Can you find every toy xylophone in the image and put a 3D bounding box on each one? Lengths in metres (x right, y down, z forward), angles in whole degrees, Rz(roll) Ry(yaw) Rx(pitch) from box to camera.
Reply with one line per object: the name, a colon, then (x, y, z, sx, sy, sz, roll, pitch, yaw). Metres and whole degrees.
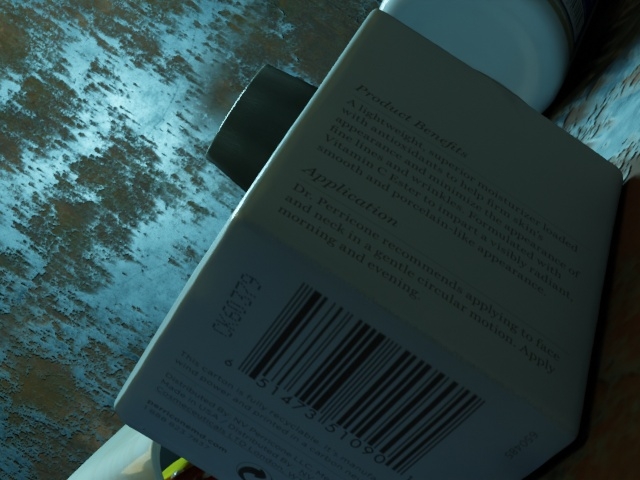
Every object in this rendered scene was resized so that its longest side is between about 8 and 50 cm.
toy xylophone: (-0.073, 0.141, 0.749, 0.236, 0.081, 0.323, -33, 4, 36)

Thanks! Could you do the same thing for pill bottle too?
pill bottle: (0.161, -0.225, 0.788, 0.264, 0.153, 0.153, -59, 5, -37)

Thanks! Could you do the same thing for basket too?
basket: (-0.001, -0.086, 1.070, 0.204, 0.227, 0.154, -53, 5, 32)

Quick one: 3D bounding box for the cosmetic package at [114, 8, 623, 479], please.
cosmetic package: (0.028, 0.021, 0.444, 0.151, 0.151, 0.183, -53, 4, 42)

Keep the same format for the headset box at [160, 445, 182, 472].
headset box: (-0.194, 0.293, 1.183, 0.293, 0.110, 0.218, -53, 6, 40)
